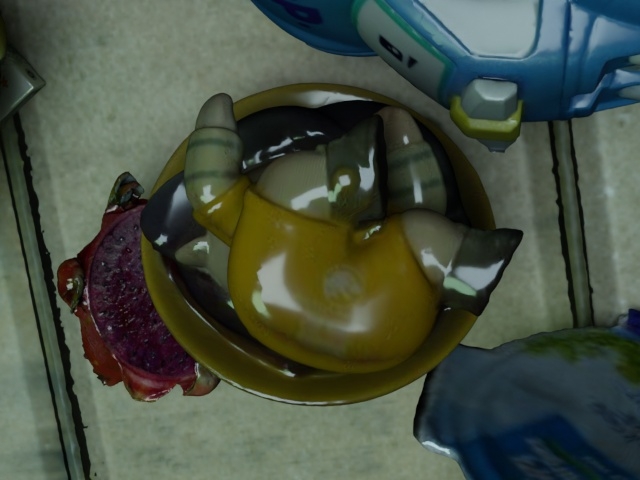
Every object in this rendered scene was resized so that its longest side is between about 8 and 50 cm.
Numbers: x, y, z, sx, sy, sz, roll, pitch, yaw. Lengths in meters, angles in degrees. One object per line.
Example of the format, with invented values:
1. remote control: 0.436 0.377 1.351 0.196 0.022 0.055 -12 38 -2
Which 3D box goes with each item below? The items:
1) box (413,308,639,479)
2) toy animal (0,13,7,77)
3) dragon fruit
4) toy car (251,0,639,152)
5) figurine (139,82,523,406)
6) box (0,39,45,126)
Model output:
1. box: 0.184 0.187 0.781 0.262 0.291 0.206 40 129 42
2. toy animal: -0.308 0.002 0.810 0.180 0.181 0.363 22 107 -11
3. dragon fruit: -0.103 0.035 0.846 0.126 0.068 0.112 41 67 -21
4. toy car: 0.082 -0.132 0.704 0.314 0.198 0.166 6 80 7
5. figurine: -0.002 0.005 0.732 0.192 0.257 0.167 18 97 -1
6. box: -0.215 -0.108 0.865 0.054 0.024 0.083 -40 93 14
